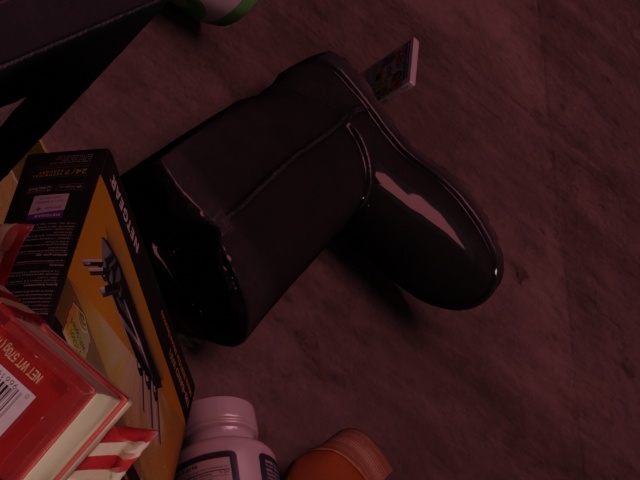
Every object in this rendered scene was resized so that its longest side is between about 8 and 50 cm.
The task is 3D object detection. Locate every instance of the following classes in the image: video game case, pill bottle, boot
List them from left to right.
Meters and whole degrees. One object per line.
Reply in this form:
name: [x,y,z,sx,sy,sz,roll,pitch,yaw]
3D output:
pill bottle: [-0.089,0.245,1.875,0.108,0.108,0.180,23,46,-43]
boot: [-0.002,-0.001,2.159,0.367,0.146,0.445,47,28,1]
video game case: [0.071,-0.192,2.447,0.011,0.122,0.087,40,37,-27]
boot: [0.060,0.335,2.000,0.283,0.109,0.220,54,31,-3]

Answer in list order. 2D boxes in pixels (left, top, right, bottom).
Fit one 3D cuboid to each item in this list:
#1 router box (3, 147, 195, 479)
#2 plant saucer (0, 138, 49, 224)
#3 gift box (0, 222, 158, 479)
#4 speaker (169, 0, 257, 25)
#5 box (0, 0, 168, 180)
router box: [-0.202,0.113,1.723,0.243,0.081,0.309,-79,160,-46]
plant saucer: [-0.325,-0.056,1.863,0.188,0.045,0.188,-20,80,-57]
gift box: [-0.275,0.116,1.420,0.255,0.276,0.258,46,-6,4]
speaker: [-0.197,-0.354,2.215,0.296,0.131,0.131,29,42,-38]
box: [-0.445,-0.220,1.436,0.472,0.297,0.480,49,33,3]
